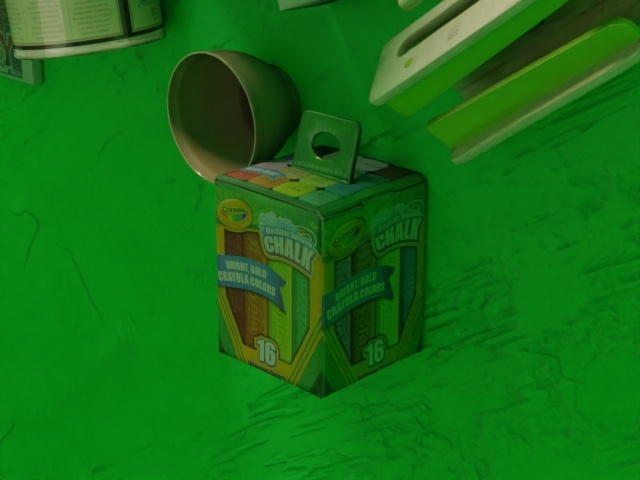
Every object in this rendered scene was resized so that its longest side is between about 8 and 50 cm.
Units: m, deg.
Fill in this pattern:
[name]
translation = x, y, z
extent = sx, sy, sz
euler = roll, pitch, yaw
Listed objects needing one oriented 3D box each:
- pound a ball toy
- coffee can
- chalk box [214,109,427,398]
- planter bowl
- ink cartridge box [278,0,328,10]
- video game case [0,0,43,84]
[pound a ball toy]
translation = 0.168, -0.229, 1.297
extent = 0.208, 0.136, 0.319
euler = 33, 143, -21
[coffee can]
translation = -0.316, -0.383, 1.736
extent = 0.201, 0.201, 0.275
euler = 8, 111, 45
[chalk box]
translation = 0.000, 0.000, 1.568
extent = 0.180, 0.179, 0.289
euler = 19, 119, 41
[planter bowl]
translation = -0.094, -0.159, 1.659
extent = 0.162, 0.109, 0.162
euler = 21, 121, 40
[ink cartridge box]
translation = 0.027, -0.337, 1.479
extent = 0.190, 0.082, 0.140
euler = -7, 100, 47
[video game case]
translation = -0.495, -0.343, 2.082
extent = 0.201, 0.023, 0.183
euler = 20, 119, 42
